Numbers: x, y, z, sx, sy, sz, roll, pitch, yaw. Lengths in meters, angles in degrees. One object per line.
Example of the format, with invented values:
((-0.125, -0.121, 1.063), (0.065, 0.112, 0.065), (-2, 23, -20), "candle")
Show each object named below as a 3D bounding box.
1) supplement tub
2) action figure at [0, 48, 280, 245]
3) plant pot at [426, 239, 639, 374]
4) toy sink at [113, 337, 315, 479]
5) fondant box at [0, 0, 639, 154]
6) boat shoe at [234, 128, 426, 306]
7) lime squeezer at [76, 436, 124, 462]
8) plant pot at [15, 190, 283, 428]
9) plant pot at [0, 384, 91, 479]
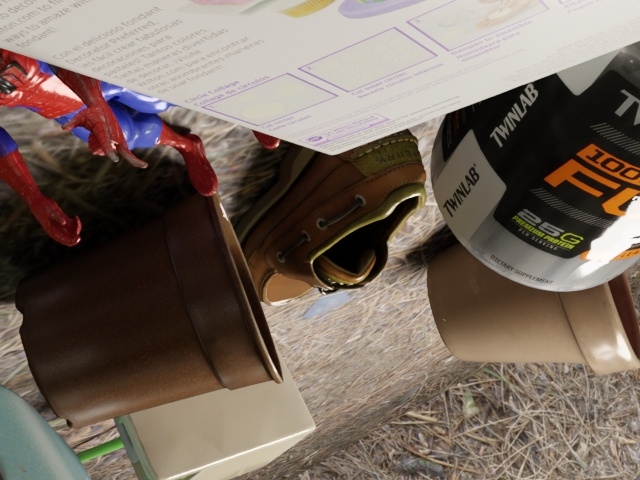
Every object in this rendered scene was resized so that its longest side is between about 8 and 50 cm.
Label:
((0.224, -0.118, 0.640), (0.207, 0.207, 0.338), (-21, 159, -22), "supplement tub")
((-0.106, -0.051, 0.471), (0.091, 0.139, 0.280), (-37, 157, 19), "action figure")
((0.271, 0.061, 1.160), (0.229, 0.263, 0.263), (-17, 167, 24), "plant pot")
((-0.151, 0.201, 1.015), (0.234, 0.153, 0.131), (-8, 153, -47), "toy sink")
((0.016, -0.139, 0.373), (0.238, 0.096, 0.330), (-18, 168, 27), "fondant box")
((0.000, 0.000, 0.782), (0.110, 0.105, 0.307), (-19, 159, -25), "boat shoe")
((-0.199, 0.246, 1.241), (0.310, 0.059, 0.110), (-16, -173, -37), "lime squeezer")
((-0.133, 0.059, 0.689), (0.165, 0.167, 0.167), (-19, 161, -1), "plant pot")
((-0.324, 0.272, 0.793), (0.247, 0.247, 0.252), (-32, 141, -19), "plant pot")
